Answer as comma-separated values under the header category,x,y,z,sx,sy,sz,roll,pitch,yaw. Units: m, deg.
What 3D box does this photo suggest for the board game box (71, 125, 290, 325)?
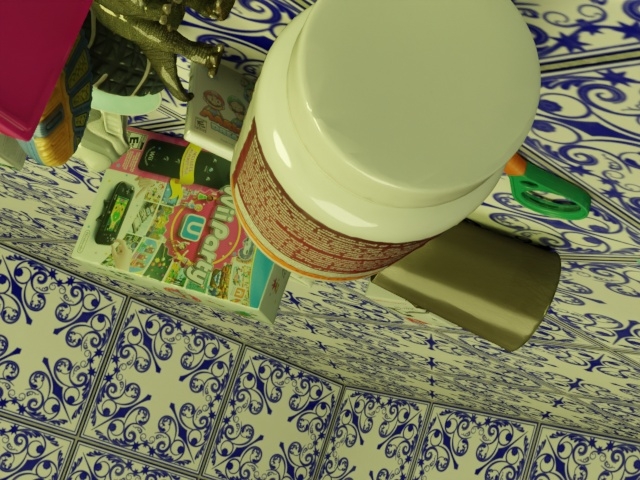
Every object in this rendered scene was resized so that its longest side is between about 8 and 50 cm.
category,x,y,z,sx,sy,sz,roll,pitch,yaw
board game box,-0.180,-0.026,1.613,0.303,0.224,0.097,14,165,15

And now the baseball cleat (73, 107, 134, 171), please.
category,x,y,z,sx,sy,sz,roll,pitch,yaw
baseball cleat,-0.337,-0.193,1.491,0.206,0.109,0.072,51,-172,-22

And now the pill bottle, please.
category,x,y,z,sx,sy,sz,roll,pitch,yaw
pill bottle,0.044,-0.094,0.997,0.224,0.224,0.392,20,168,-6

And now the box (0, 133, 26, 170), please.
category,x,y,z,sx,sy,sz,roll,pitch,yaw
box,-0.603,-0.184,1.552,0.321,0.059,0.232,15,171,7

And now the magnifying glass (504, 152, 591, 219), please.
category,x,y,z,sx,sy,sz,roll,pitch,yaw
magnifying glass,0.239,-0.075,1.268,0.092,0.026,0.231,7,165,42

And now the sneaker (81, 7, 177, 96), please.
category,x,y,z,sx,sy,sz,roll,pitch,yaw
sneaker,-0.284,-0.245,1.162,0.283,0.110,0.122,26,-176,-20

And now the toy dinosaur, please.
category,x,y,z,sx,sy,sz,roll,pitch,yaw
toy dinosaur,-0.167,-0.235,1.020,0.160,0.121,0.313,27,175,16

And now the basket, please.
category,x,y,z,sx,sy,sz,roll,pitch,yaw
basket,0.199,0.045,1.559,0.226,0.154,0.204,23,166,-4

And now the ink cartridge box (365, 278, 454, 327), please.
category,x,y,z,sx,sy,sz,roll,pitch,yaw
ink cartridge box,0.173,0.106,2.039,0.150,0.063,0.109,28,164,-40

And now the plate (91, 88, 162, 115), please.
category,x,y,z,sx,sy,sz,roll,pitch,yaw
plate,-0.287,-0.214,1.377,0.188,0.024,0.188,14,159,5

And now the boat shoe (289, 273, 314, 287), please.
category,x,y,z,sx,sy,sz,roll,pitch,yaw
boat shoe,-0.108,0.033,2.099,0.226,0.076,0.083,14,166,21

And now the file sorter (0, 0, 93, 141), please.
category,x,y,z,sx,sy,sz,roll,pitch,yaw
file sorter,-0.229,-0.241,0.609,0.182,0.291,0.202,15,168,28

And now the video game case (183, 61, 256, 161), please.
category,x,y,z,sx,sy,sz,roll,pitch,yaw
video game case,-0.079,-0.133,1.236,0.157,0.143,0.019,24,130,-24

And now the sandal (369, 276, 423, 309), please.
category,x,y,z,sx,sy,sz,roll,pitch,yaw
sandal,0.195,0.076,1.825,0.302,0.086,0.120,13,166,23

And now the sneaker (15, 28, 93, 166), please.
category,x,y,z,sx,sy,sz,roll,pitch,yaw
sneaker,-0.313,-0.208,1.052,0.130,0.112,0.297,3,125,18

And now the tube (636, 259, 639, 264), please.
category,x,y,z,sx,sy,sz,roll,pitch,yaw
tube,0.514,0.059,1.409,0.207,0.052,0.080,14,159,46
